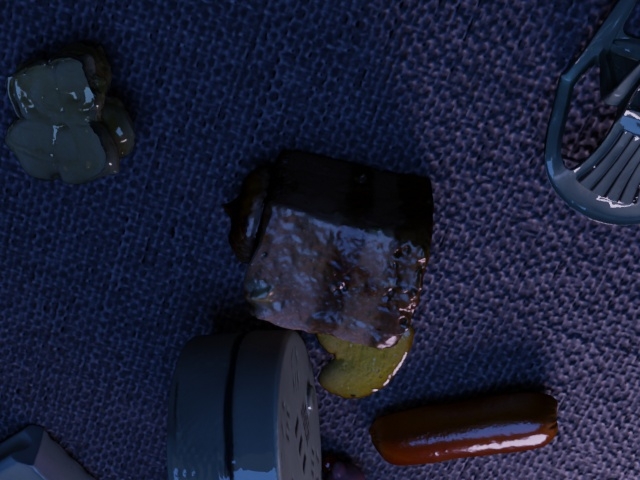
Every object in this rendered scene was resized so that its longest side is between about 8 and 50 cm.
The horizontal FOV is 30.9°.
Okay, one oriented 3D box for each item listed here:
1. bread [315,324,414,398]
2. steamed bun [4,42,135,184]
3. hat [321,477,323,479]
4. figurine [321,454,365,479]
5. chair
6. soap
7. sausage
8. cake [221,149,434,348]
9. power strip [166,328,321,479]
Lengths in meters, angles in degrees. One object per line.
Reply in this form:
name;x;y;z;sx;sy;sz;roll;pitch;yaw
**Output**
bread;0.054;0.151;1.739;0.149;0.065;0.188;32;122;0
steamed bun;-0.342;-0.169;1.572;0.192;0.106;0.178;-11;105;26
hat;-0.049;0.371;1.876;0.121;0.050;0.121;5;118;10
figurine;0.038;0.390;1.868;0.067;0.071;0.083;-32;130;-24
chair;0.413;-0.169;1.451;0.203;0.191;0.275;20;148;-5
soap;-0.532;0.445;1.942;0.289;0.095;0.173;-32;111;21
sausage;0.220;0.291;1.784;0.300;0.083;0.089;-13;129;14
cake;0.000;0.000;1.581;0.293;0.199;0.196;15;122;-1
power strip;-0.101;0.304;1.666;0.161;0.357;0.358;-4;119;9
